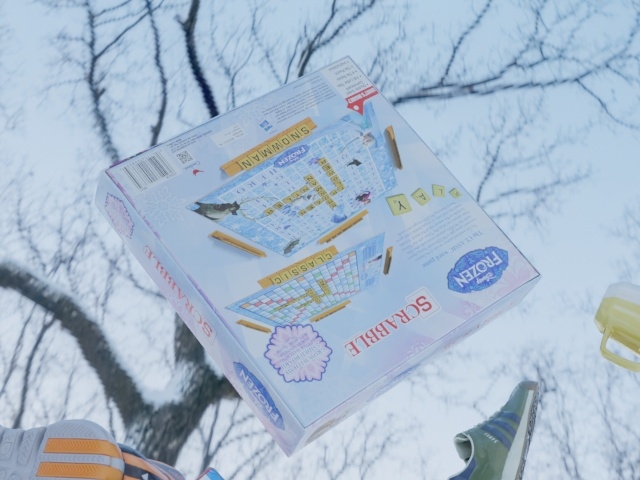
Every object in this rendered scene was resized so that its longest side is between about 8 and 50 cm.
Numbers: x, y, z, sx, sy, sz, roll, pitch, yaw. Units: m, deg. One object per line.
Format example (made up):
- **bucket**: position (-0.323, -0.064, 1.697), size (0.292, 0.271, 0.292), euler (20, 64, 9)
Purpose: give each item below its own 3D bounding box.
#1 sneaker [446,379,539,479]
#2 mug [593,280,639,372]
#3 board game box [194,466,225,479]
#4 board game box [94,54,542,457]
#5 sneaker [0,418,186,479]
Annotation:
- **sneaker**: position (0.197, 0.227, 1.455), size (0.086, 0.192, 0.064), euler (7, -50, 16)
- **mug**: position (0.260, 0.066, 1.043), size (0.064, 0.078, 0.062), euler (25, -71, 15)
- **board game box**: position (-0.162, 0.317, 0.960), size (0.302, 0.308, 0.086), euler (-40, -100, -13)
- **board game box**: position (0.000, 0.000, 1.240), size (0.318, 0.319, 0.066), euler (51, -32, 17)
- **sneaker**: position (-0.255, 0.237, 1.151), size (0.321, 0.124, 0.180), euler (1, -26, 36)
